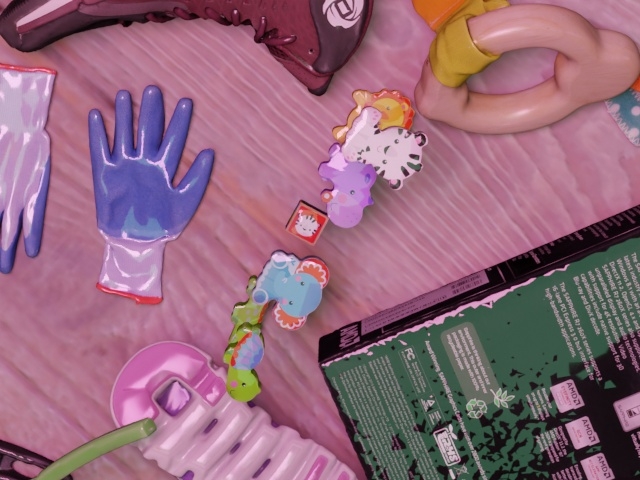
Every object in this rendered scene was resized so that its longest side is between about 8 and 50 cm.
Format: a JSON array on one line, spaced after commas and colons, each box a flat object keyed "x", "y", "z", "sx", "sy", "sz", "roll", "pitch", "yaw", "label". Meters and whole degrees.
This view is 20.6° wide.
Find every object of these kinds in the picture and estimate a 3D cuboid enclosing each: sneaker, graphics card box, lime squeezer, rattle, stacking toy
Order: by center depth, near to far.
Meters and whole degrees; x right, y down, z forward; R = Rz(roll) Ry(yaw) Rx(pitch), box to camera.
[{"x": 0.000, "y": 0.000, "z": 1.188, "sx": 0.052, "sy": 0.167, "sz": 0.221, "roll": 29, "pitch": 97, "yaw": -5, "label": "stacking toy"}, {"x": -0.068, "y": -0.153, "z": 1.199, "sx": 0.281, "sy": 0.106, "sz": 0.163, "roll": -25, "pitch": 109, "yaw": 10, "label": "sneaker"}, {"x": 0.159, "y": -0.146, "z": 1.233, "sx": 0.199, "sy": 0.143, "sz": 0.130, "roll": -3, "pitch": 132, "yaw": -14, "label": "rattle"}, {"x": 0.208, "y": 0.109, "z": 1.243, "sx": 0.370, "sy": 0.094, "sz": 0.233, "roll": -24, "pitch": 99, "yaw": 3, "label": "graphics card box"}, {"x": -0.047, "y": 0.166, "z": 1.245, "sx": 0.236, "sy": 0.104, "sz": 0.095, "roll": 44, "pitch": 80, "yaw": 2, "label": "sneaker"}, {"x": -0.203, "y": 0.217, "z": 1.251, "sx": 0.110, "sy": 0.058, "sz": 0.310, "roll": 42, "pitch": 128, "yaw": 30, "label": "lime squeezer"}]

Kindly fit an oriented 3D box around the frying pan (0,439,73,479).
[{"x": -0.365, "y": 0.144, "z": 1.278, "sx": 0.326, "sy": 0.053, "sz": 0.197, "roll": 41, "pitch": 99, "yaw": -3, "label": "frying pan"}]

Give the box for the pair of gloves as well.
[{"x": -0.180, "y": -0.042, "z": 1.256, "sx": 0.198, "sy": 0.023, "sz": 0.159, "roll": 11, "pitch": 99, "yaw": -2, "label": "pair of gloves"}]
